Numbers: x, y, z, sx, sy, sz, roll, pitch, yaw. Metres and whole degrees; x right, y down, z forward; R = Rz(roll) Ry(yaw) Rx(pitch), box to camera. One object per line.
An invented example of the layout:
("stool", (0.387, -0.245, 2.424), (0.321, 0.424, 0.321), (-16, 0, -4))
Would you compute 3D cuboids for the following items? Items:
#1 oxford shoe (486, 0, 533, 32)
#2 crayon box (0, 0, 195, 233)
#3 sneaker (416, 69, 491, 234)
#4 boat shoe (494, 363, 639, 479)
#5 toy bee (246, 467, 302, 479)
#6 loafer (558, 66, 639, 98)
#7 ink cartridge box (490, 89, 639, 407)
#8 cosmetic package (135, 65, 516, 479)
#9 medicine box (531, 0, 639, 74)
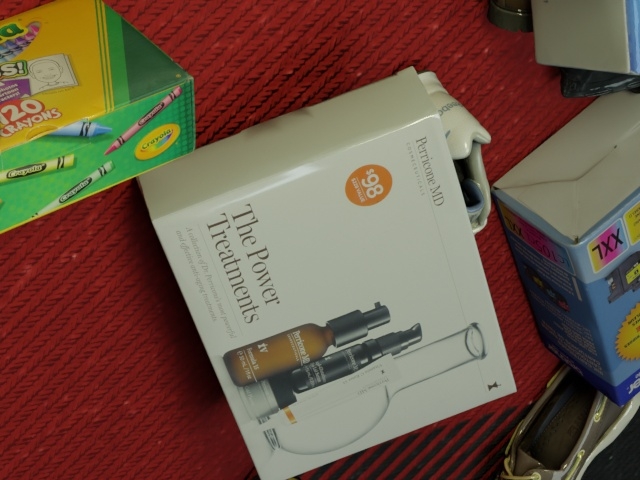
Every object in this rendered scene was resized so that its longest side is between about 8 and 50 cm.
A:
("oxford shoe", (0.276, -0.284, 1.927), (0.227, 0.083, 0.096), (-20, 129, -33))
("crayon box", (-0.261, -0.093, 1.511), (0.278, 0.165, 0.081), (-25, 136, -27))
("sneaker", (0.114, -0.029, 1.948), (0.111, 0.129, 0.297), (-29, 138, -25))
("boat shoe", (0.284, 0.282, 2.382), (0.324, 0.116, 0.096), (-54, 137, 1))
("toy bee", (-0.091, 0.407, 2.092), (0.195, 0.162, 0.298), (6, 117, -48))
("loafer", (0.356, -0.204, 2.078), (0.223, 0.076, 0.078), (-13, 135, -30))
("ink cartridge box", (0.383, 0.010, 2.221), (0.270, 0.151, 0.395), (-39, 142, -12))
("cosmetic package", (0.015, 0.045, 1.835), (0.284, 0.097, 0.377), (-22, 129, -3))
("medicine box", (0.352, -0.324, 1.843), (0.289, 0.149, 0.264), (-18, 110, -32))
